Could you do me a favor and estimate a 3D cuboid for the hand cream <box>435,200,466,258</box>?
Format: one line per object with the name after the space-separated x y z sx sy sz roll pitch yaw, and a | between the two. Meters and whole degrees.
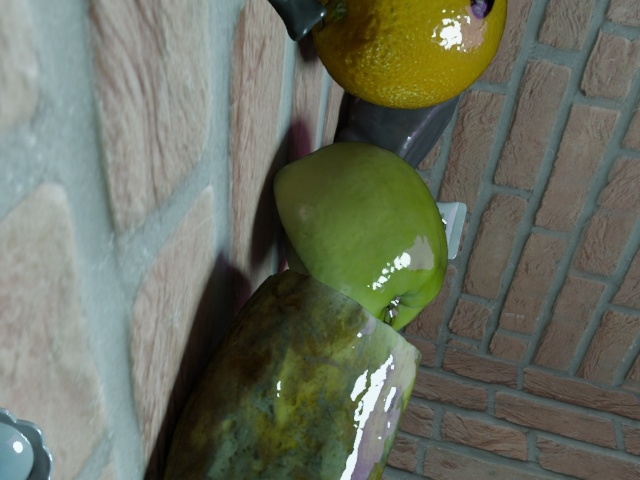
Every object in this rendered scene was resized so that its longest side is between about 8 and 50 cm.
0.189 -0.048 1.578 0.089 0.314 0.140 44 56 -83 | hand cream

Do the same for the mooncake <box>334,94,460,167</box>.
0.161 -0.235 1.394 0.306 0.154 0.306 -48 165 -18 | mooncake

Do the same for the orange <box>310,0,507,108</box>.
0.115 -0.311 0.884 0.274 0.274 0.274 13 90 -81 | orange

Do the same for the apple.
0.068 -0.003 0.958 0.233 0.258 0.295 -31 153 -10 | apple

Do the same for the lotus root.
-0.044 0.228 0.749 0.250 0.250 0.346 79 33 -70 | lotus root

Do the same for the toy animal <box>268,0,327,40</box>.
-0.046 -0.199 0.404 0.114 0.146 0.245 -49 -161 15 | toy animal

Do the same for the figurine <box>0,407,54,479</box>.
-0.170 0.137 0.304 0.082 0.094 0.086 -42 -149 9 | figurine
